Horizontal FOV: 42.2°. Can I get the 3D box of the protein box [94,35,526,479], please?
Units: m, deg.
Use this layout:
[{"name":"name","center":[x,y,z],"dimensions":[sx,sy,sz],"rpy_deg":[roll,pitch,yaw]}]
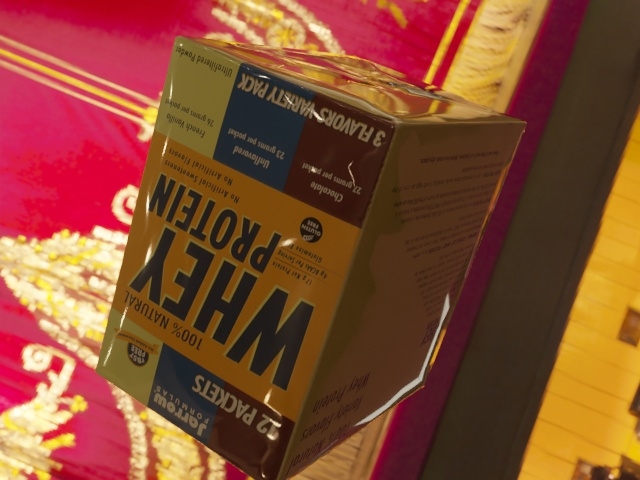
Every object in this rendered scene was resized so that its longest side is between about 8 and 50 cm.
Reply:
[{"name":"protein box","center":[0.000,0.000,0.503],"dimensions":[0.200,0.136,0.201],"rpy_deg":[-15,-53,-58]}]
